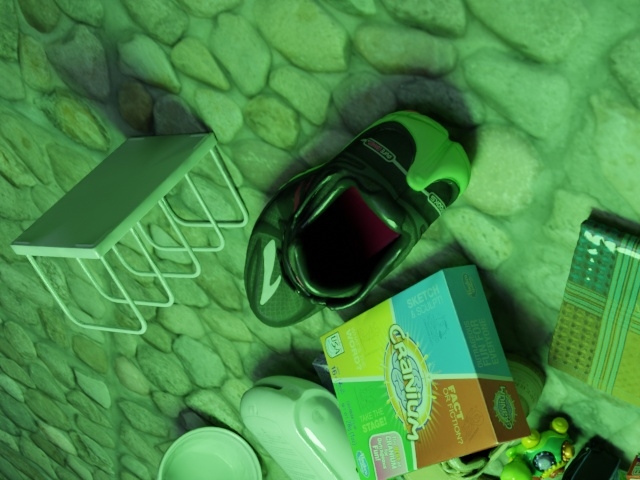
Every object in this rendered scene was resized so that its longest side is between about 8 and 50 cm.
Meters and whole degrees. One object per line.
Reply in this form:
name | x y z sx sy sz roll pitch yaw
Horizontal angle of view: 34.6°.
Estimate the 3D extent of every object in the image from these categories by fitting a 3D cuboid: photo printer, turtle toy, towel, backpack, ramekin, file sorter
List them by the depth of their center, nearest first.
towel | 0.467 0.137 1.241 0.370 0.040 0.271 25 138 23
backpack | 0.383 0.361 1.471 0.084 0.105 0.114 33 146 13
turtle toy | 0.311 0.314 1.476 0.066 0.130 0.095 59 156 31
file sorter | -0.270 -0.011 1.535 0.193 0.277 0.173 1 129 40
photo printer | -0.002 0.358 1.762 0.307 0.107 0.256 51 156 -12
ramekin | -0.228 0.480 2.033 0.207 0.207 0.109 42 151 0

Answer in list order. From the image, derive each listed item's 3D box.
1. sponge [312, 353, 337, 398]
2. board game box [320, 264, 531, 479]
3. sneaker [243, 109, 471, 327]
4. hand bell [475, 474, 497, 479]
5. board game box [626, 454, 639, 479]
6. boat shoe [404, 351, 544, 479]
sponge | 0.093 0.248 1.668 0.210 0.031 0.117 6 130 37
board game box | 0.136 0.200 1.464 0.316 0.064 0.242 -35 66 51
sneaker | 0.000 0.000 1.373 0.185 0.202 0.483 43 142 0
hand bell | 0.342 0.439 1.604 0.242 0.126 0.126 32 143 32
board game box | 0.529 0.378 1.409 0.147 0.045 0.193 -11 119 46
boat shoe | 0.203 0.293 1.524 0.121 0.110 0.341 30 135 0
